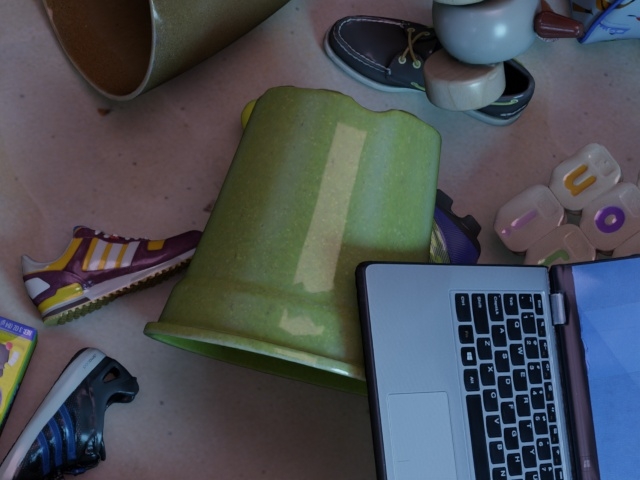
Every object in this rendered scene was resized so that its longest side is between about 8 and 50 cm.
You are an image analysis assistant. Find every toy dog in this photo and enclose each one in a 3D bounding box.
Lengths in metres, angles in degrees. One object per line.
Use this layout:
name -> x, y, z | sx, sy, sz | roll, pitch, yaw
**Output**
toy dog -> 0.205, -0.274, 1.871 | 0.161, 0.220, 0.333 | 6, 57, 15

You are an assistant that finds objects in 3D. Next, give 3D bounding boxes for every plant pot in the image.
plant pot -> -0.128, -0.292, 1.862 | 0.254, 0.237, 0.237 | -23, 77, -31
plant pot -> 0.000, 0.000, 1.717 | 0.276, 0.276, 0.253 | 15, 83, -4

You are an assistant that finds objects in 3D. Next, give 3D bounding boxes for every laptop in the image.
laptop -> 0.268, 0.192, 1.614 | 0.408, 0.236, 0.381 | 2, 78, -44

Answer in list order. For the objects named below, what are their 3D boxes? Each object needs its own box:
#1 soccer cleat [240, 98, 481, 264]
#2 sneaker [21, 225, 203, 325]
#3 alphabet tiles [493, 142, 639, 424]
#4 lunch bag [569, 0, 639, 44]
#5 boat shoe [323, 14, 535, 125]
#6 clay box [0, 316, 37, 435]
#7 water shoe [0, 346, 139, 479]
soccer cleat -> 0.028, -0.039, 1.858 | 0.289, 0.093, 0.121 | 36, 72, 3
sneaker -> -0.204, 0.013, 1.813 | 0.185, 0.069, 0.084 | -24, 83, -17
alphabet tiles -> 0.294, 0.040, 1.795 | 0.278, 0.021, 0.284 | -37, 59, 6
lunch bag -> 0.316, -0.369, 1.941 | 0.115, 0.243, 0.303 | -5, 79, -9
boat shoe -> 0.117, -0.192, 1.935 | 0.228, 0.068, 0.081 | 19, 71, -3
clay box -> -0.366, 0.169, 1.743 | 0.127, 0.053, 0.222 | 19, 69, -2
water shoe -> -0.245, 0.197, 1.744 | 0.080, 0.073, 0.203 | 32, 70, -1
